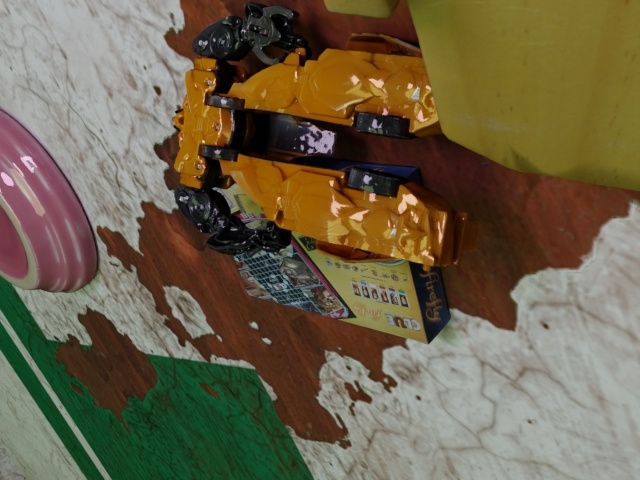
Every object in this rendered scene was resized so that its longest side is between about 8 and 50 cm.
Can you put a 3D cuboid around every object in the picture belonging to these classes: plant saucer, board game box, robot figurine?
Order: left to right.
[{"bbox_3d":[-0.488,-0.048,1.161,0.332,0.084,0.332,28,139,28],"label":"plant saucer"},{"bbox_3d":[-0.009,-0.078,0.601,0.290,0.085,0.211,16,101,38],"label":"robot figurine"},{"bbox_3d":[0.000,0.000,0.731,0.243,0.042,0.165,11,129,40],"label":"board game box"}]

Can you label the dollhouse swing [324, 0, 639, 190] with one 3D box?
[{"bbox_3d":[0.200,-0.176,0.292,0.346,0.305,0.316,12,94,19],"label":"dollhouse swing"}]
